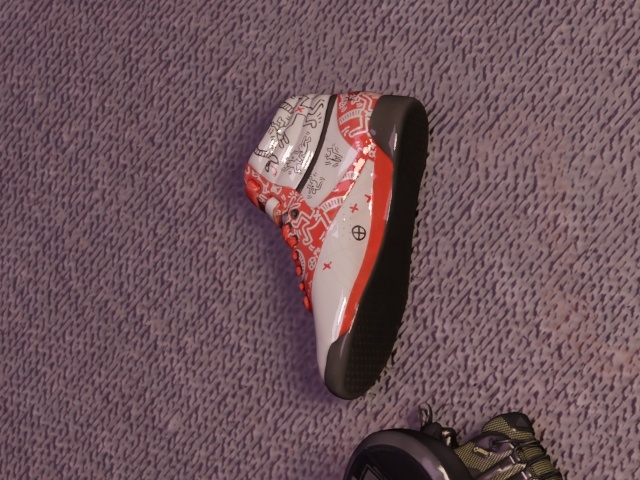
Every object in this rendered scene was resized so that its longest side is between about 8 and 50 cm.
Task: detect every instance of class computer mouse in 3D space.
[{"bbox_3d":[0.059,0.240,1.608,0.188,0.072,0.272,49,138,21],"label":"computer mouse"}]

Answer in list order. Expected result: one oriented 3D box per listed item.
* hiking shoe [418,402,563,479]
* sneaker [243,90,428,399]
[{"bbox_3d":[0.163,0.200,1.617,0.227,0.086,0.114,12,91,29],"label":"hiking shoe"},{"bbox_3d":[0.001,0.000,1.730,0.145,0.090,0.270,7,82,28],"label":"sneaker"}]
